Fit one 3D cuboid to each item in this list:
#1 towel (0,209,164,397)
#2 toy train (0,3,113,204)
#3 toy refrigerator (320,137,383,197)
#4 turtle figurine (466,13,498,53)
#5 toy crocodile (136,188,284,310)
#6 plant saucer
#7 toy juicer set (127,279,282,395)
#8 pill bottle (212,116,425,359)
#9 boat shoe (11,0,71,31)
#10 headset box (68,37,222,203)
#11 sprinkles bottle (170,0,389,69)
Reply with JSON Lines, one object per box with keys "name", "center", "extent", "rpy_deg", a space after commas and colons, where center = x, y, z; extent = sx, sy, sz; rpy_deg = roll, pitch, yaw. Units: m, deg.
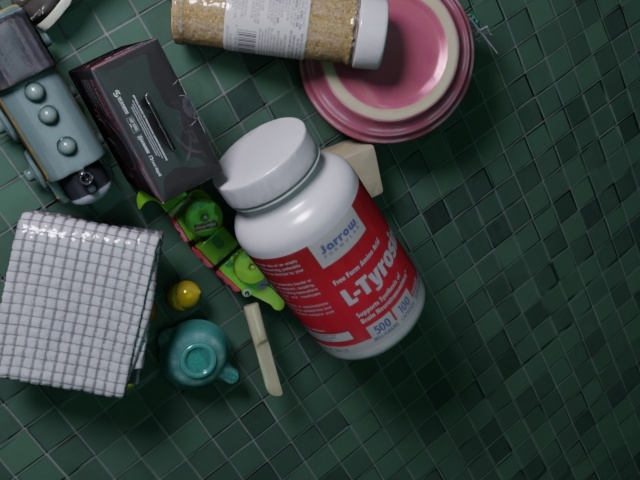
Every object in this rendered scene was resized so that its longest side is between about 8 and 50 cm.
{"name": "towel", "center": [-0.396, 0.104, 1.213], "extent": [0.235, 0.121, 0.284], "rpy_deg": [11, 95, -11]}
{"name": "toy train", "center": [-0.432, -0.201, 1.117], "extent": [0.142, 0.190, 0.334], "rpy_deg": [-31, 112, -16]}
{"name": "toy refrigerator", "center": [-0.023, -0.098, 1.394], "extent": [0.269, 0.094, 0.102], "rpy_deg": [-24, 118, -19]}
{"name": "turtle figurine", "center": [0.222, -0.374, 1.438], "extent": [0.234, 0.118, 0.175], "rpy_deg": [27, 82, -15]}
{"name": "toy crocodile", "center": [-0.188, 0.009, 1.325], "extent": [0.105, 0.115, 0.340], "rpy_deg": [-44, 114, -4]}
{"name": "plant saucer", "center": [0.123, -0.345, 1.343], "extent": [0.332, 0.084, 0.332], "rpy_deg": [0, 97, -1]}
{"name": "toy juicer set", "center": [-0.227, 0.178, 1.358], "extent": [0.329, 0.089, 0.209], "rpy_deg": [5, 93, -16]}
{"name": "pill bottle", "center": [0.000, 0.000, 1.249], "extent": [0.229, 0.229, 0.408], "rpy_deg": [-43, 123, -12]}
{"name": "boat shoe", "center": [-0.392, -0.439, 1.147], "extent": [0.068, 0.081, 0.228], "rpy_deg": [38, 86, -31]}
{"name": "headset box", "center": [-0.276, -0.189, 1.137], "extent": [0.110, 0.293, 0.218], "rpy_deg": [-31, 113, -17]}
{"name": "sprinkles bottle", "center": [-0.067, -0.369, 1.228], "extent": [0.355, 0.121, 0.121], "rpy_deg": [6, 99, -4]}
